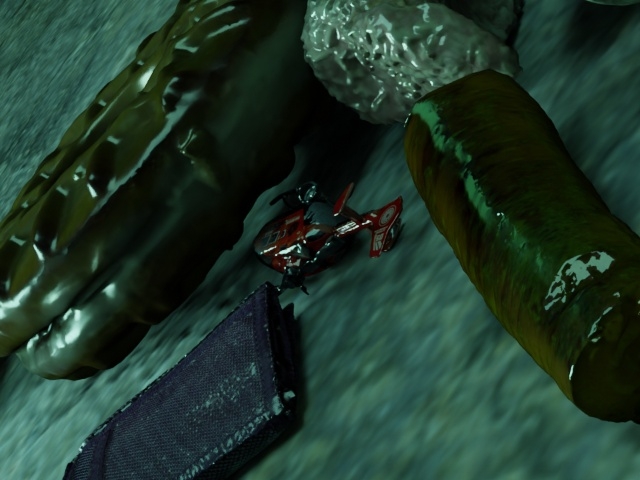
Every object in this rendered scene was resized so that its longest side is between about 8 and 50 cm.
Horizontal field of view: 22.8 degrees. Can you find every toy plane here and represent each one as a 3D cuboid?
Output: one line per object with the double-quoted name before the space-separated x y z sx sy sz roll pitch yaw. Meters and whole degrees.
"toy plane" 0.000 0.000 0.840 0.145 0.037 0.060 -21 38 54

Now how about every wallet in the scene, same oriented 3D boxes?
"wallet" -0.076 0.102 0.817 0.166 0.030 0.111 -42 22 18

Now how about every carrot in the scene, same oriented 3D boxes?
"carrot" 0.087 -0.007 0.636 0.070 0.070 0.260 -45 22 9

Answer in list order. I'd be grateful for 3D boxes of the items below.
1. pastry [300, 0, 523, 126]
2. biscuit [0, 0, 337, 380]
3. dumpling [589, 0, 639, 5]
"pastry" 0.056 -0.141 0.891 0.112 0.103 0.265 -45 18 31
"biscuit" -0.102 -0.051 1.011 0.332 0.103 0.332 -48 13 15
"dumpling" 0.104 -0.165 0.746 0.126 0.216 0.166 -60 29 30
